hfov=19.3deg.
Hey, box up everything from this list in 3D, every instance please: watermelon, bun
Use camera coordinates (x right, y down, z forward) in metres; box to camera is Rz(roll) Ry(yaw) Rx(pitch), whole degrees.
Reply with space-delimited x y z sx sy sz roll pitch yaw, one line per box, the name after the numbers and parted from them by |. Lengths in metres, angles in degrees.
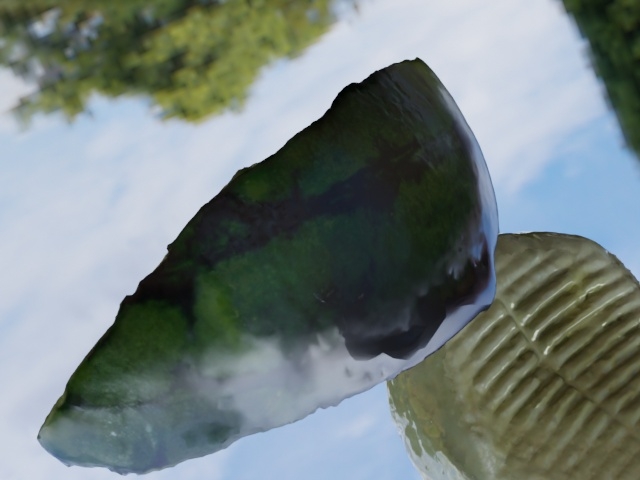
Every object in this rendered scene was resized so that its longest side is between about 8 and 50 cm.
0.000 0.000 0.845 0.129 0.123 0.301 -18 -164 38 | watermelon
0.137 0.101 1.120 0.229 0.229 0.145 -33 168 -31 | bun
